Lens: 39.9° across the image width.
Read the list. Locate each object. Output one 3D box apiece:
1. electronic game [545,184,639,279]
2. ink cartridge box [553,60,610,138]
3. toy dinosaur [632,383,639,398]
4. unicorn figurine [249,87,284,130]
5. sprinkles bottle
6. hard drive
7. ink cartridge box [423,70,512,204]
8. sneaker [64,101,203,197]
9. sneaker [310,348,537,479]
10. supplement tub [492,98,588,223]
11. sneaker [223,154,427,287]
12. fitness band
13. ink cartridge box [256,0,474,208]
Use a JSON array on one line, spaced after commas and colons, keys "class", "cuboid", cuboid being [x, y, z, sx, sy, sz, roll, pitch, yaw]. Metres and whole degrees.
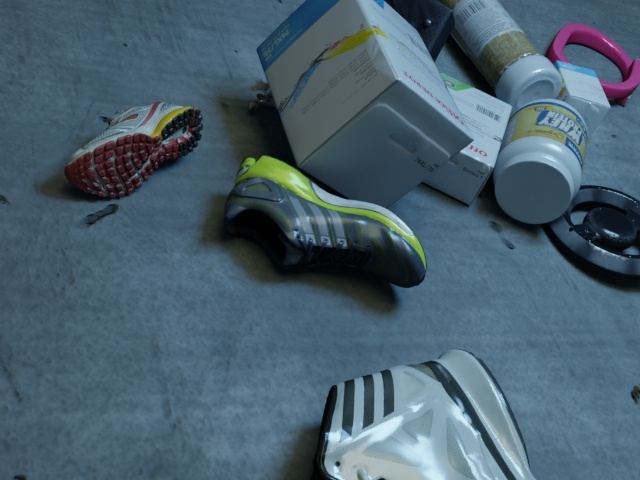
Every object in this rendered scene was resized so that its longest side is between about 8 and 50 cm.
[{"class": "electronic game", "cuboid": [0.489, -0.018, 1.496, 0.229, 0.048, 0.229, 8, 40, -7]}, {"class": "ink cartridge box", "cuboid": [0.495, -0.269, 1.732, 0.089, 0.092, 0.143, 13, 41, -13]}, {"class": "toy dinosaur", "cuboid": [0.495, 0.215, 1.264, 0.092, 0.053, 0.183, 23, 45, -27]}, {"class": "unicorn figurine", "cuboid": [-0.063, -0.231, 1.445, 0.162, 0.060, 0.111, 49, 34, 5]}, {"class": "sprinkles bottle", "cuboid": [0.347, -0.401, 1.775, 0.121, 0.121, 0.355, -2, 47, -28]}, {"class": "hard drive", "cuboid": [0.111, -0.370, 1.569, 0.254, 0.172, 0.054, 34, 10, 36]}, {"class": "ink cartridge box", "cuboid": [0.222, -0.180, 1.499, 0.160, 0.093, 0.219, 27, 41, 2]}, {"class": "sneaker", "cuboid": [-0.266, -0.130, 1.223, 0.092, 0.088, 0.225, 21, 36, 28]}, {"class": "sneaker", "cuboid": [0.125, 0.315, 0.904, 0.257, 0.169, 0.448, -8, 42, -22]}, {"class": "supplement tub", "cuboid": [0.369, -0.133, 1.482, 0.144, 0.144, 0.200, 26, 41, 1]}, {"class": "sneaker", "cuboid": [0.000, 0.000, 1.204, 0.299, 0.111, 0.121, 24, 50, 7]}, {"class": "fitness band", "cuboid": [0.607, -0.394, 1.954, 0.209, 0.054, 0.291, 30, 39, 6]}, {"class": "ink cartridge box", "cuboid": [0.062, -0.222, 1.330, 0.198, 0.197, 0.270, 29, 32, -43]}]
